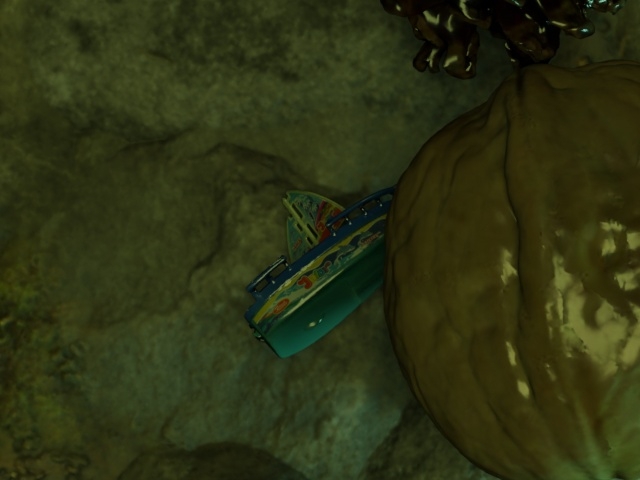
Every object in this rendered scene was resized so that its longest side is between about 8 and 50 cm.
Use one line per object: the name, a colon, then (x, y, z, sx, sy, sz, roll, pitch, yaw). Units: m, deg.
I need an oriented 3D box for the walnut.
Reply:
walnut: (0.185, 0.022, 1.420, 0.277, 0.252, 0.313, -24, 71, 40)

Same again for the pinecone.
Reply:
pinecone: (0.140, -0.253, 1.470, 0.243, 0.243, 0.257, 51, 130, 0)

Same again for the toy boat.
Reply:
toy boat: (0.000, 0.000, 1.539, 0.175, 0.091, 0.110, -38, 63, -4)
